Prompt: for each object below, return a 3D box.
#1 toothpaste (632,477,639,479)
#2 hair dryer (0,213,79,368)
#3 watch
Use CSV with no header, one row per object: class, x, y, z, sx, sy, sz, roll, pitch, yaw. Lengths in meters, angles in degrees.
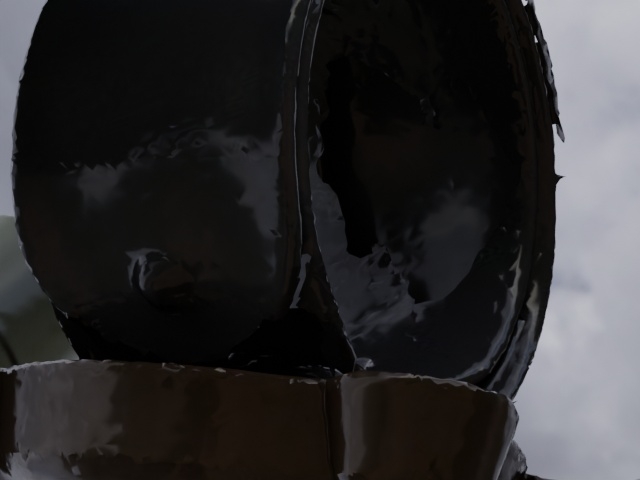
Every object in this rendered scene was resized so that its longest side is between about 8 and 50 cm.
toothpaste,0.281,0.232,1.512,0.392,0.061,0.098,-14,-56,-21
hair dryer,-0.180,0.174,1.212,0.128,0.203,0.362,-31,-79,41
watch,0.000,0.000,0.892,0.314,0.327,0.335,-2,-22,31
